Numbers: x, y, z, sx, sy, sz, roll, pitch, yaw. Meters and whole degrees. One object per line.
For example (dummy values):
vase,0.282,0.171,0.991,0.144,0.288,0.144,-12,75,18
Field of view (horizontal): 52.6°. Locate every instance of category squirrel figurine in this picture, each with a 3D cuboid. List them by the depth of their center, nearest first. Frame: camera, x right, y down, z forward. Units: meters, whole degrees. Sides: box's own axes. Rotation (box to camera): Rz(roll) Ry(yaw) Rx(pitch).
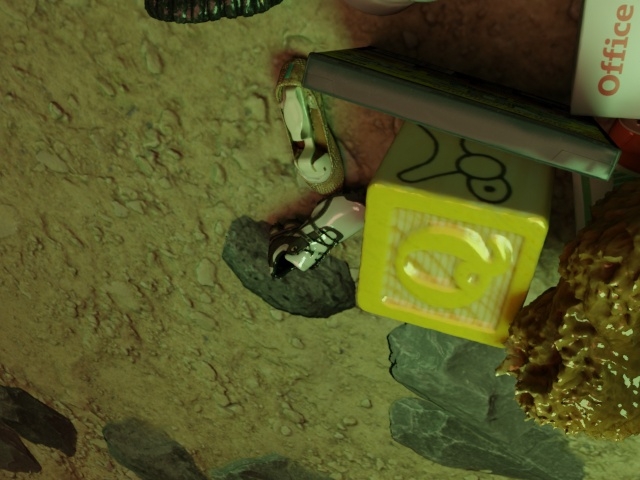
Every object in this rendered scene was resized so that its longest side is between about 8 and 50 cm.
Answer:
squirrel figurine,0.384,0.137,0.611,0.397,0.281,0.370,29,153,32

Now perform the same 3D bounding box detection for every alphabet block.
alphabet block,0.164,-0.024,0.771,0.192,0.197,0.193,13,130,16

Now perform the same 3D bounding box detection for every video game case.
video game case,0.145,-0.141,0.657,0.275,0.248,0.035,20,112,10

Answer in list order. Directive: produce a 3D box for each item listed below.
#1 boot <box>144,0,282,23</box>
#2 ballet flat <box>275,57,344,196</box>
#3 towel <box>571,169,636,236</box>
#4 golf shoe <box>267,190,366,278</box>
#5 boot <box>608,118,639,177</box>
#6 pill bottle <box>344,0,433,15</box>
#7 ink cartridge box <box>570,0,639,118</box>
boot,-0.066,-0.364,0.654,0.348,0.131,0.260,8,122,33
ballet flat,-0.020,-0.134,0.857,0.073,0.067,0.206,-3,124,24
towel,0.464,-0.025,0.739,0.325,0.038,0.248,-2,123,26
golf shoe,0.000,0.000,0.927,0.077,0.094,0.198,35,137,-29
boot,0.378,-0.094,0.678,0.158,0.059,0.084,17,144,6
pill bottle,0.111,-0.302,0.544,0.162,0.162,0.278,48,160,-15
ink cartridge box,0.390,-0.222,0.557,0.307,0.129,0.223,8,129,20
